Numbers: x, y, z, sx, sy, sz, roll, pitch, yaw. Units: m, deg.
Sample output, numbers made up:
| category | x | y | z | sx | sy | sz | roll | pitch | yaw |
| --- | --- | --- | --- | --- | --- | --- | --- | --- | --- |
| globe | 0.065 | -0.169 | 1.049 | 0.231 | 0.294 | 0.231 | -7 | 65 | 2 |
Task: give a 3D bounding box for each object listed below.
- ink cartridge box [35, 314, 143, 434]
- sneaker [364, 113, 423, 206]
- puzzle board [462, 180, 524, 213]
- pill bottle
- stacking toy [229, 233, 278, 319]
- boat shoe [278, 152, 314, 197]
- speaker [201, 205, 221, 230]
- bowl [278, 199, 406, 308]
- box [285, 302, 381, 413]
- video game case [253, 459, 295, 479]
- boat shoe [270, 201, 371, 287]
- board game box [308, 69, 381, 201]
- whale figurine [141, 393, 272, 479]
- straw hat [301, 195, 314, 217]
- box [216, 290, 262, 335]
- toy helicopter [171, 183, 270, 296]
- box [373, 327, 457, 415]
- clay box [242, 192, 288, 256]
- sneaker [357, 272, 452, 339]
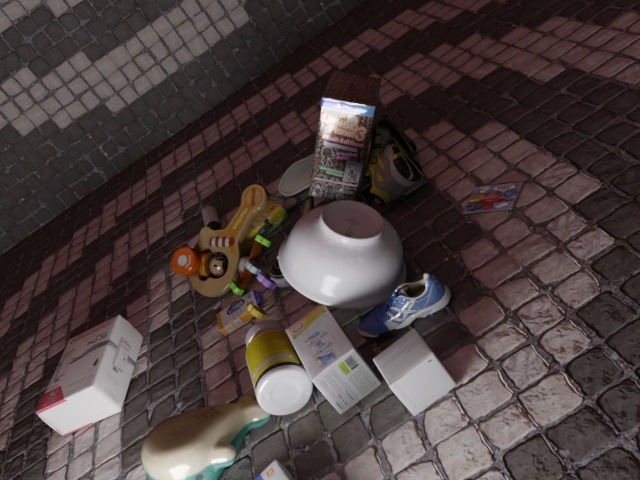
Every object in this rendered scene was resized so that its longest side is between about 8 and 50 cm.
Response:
| category | x | y | z | sx | sy | sz | roll | pitch | yaw |
| --- | --- | --- | --- | --- | --- | --- | --- | --- | --- |
| ink cartridge box | -0.633 | 0.368 | 1.808 | 0.207 | 0.117 | 0.283 | -26 | 31 | 17 |
| sneaker | 0.179 | -0.232 | 1.816 | 0.147 | 0.145 | 0.384 | -45 | 16 | 24 |
| puzzle board | 0.403 | -0.102 | 1.522 | 0.128 | 0.011 | 0.096 | -4 | 43 | 42 |
| pill bottle | -0.097 | 0.266 | 1.402 | 0.119 | 0.119 | 0.208 | -35 | 30 | 2 |
| stacking toy | -0.159 | 0.087 | 1.677 | 0.167 | 0.052 | 0.221 | -59 | 36 | 3 |
| boat shoe | -0.002 | -0.226 | 2.043 | 0.302 | 0.091 | 0.114 | -39 | 57 | -9 |
| speaker | -0.375 | -0.069 | 2.231 | 0.055 | 0.055 | 0.136 | -35 | 29 | 2 |
| bowl | 0.059 | 0.003 | 1.447 | 0.298 | 0.134 | 0.297 | 7 | 38 | -5 |
| box | 0.021 | 0.234 | 1.329 | 0.103 | 0.114 | 0.203 | -37 | 29 | -2 |
| video game case | -0.114 | 0.540 | 1.087 | 0.269 | 0.061 | 0.244 | -42 | 29 | -10 |
| boat shoe | 0.000 | 0.000 | 1.681 | 0.335 | 0.119 | 0.121 | -30 | 30 | 10 |
| board game box | 0.068 | -0.288 | 1.806 | 0.141 | 0.291 | 0.232 | 11 | 32 | 3 |
| whale figurine | -0.225 | 0.421 | 1.336 | 0.272 | 0.141 | 0.216 | -24 | 21 | -32 |
| straw hat | -0.015 | -0.053 | 1.825 | 0.061 | 0.144 | 0.144 | 16 | 47 | 7 |
| box | -0.210 | 0.187 | 1.725 | 0.136 | 0.028 | 0.081 | -32 | 30 | 1 |
| toy helicopter | -0.244 | 0.005 | 1.863 | 0.235 | 0.140 | 0.355 | 32 | 92 | 28 |
| box | 0.171 | 0.238 | 1.182 | 0.102 | 0.101 | 0.087 | -37 | 30 | 1 |
| clay box | -0.196 | -0.052 | 2.025 | 0.222 | 0.053 | 0.127 | -44 | 32 | -16 |
| sneaker | 0.165 | 0.134 | 1.358 | 0.211 | 0.081 | 0.080 | -31 | 32 | 11 |
